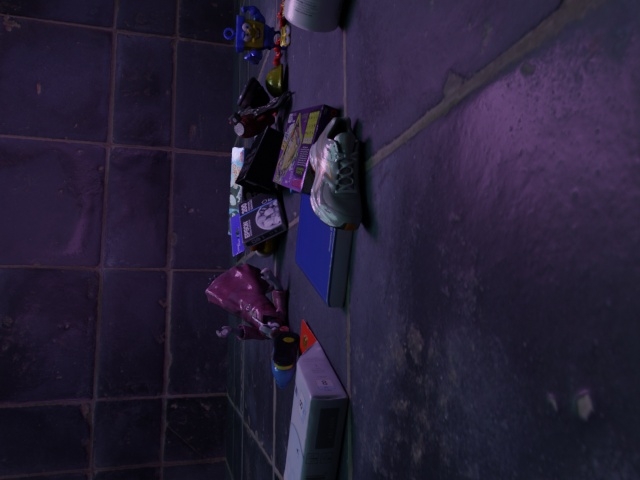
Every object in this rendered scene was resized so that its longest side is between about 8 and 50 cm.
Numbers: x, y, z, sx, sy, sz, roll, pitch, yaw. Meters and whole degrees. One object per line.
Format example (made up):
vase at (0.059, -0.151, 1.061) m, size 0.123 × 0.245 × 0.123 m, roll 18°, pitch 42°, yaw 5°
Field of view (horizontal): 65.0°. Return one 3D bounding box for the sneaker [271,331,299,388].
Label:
sneaker at (-0.097, 0.322, 1.370) m, size 0.209 × 0.069 × 0.082 m, roll -86°, pitch -1°, yaw -72°

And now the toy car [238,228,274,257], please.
toy car at (-0.227, -0.035, 1.803) m, size 0.159 × 0.136 × 0.182 m, roll 108°, pitch 158°, yaw -44°

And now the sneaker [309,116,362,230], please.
sneaker at (0.036, -0.140, 0.981) m, size 0.121 × 0.099 × 0.263 m, roll 116°, pitch 150°, yaw -46°

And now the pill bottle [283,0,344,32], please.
pill bottle at (0.002, -0.584, 1.078) m, size 0.131 × 0.131 × 0.229 m, roll -104°, pitch 22°, yaw -43°

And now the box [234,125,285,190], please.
box at (-0.193, -0.262, 1.681) m, size 0.185 × 0.103 × 0.261 m, roll -68°, pitch 16°, yaw -3°

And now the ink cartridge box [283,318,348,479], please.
ink cartridge box at (-0.048, 0.406, 1.210) m, size 0.385 × 0.091 × 0.309 m, roll -135°, pitch 49°, yaw -67°

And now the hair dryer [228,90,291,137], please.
hair dryer at (-0.191, -0.416, 1.713) m, size 0.293 × 0.223 × 0.080 m, roll -121°, pitch 10°, yaw -82°

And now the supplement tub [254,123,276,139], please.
supplement tub at (-0.211, -0.405, 1.912) m, size 0.107 × 0.070 × 0.071 m, roll 133°, pitch 137°, yaw -66°

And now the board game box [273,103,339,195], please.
board game box at (-0.047, -0.233, 1.293) m, size 0.347 × 0.056 × 0.208 m, roll -144°, pitch 73°, yaw -70°

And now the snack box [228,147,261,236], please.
snack box at (-0.265, -0.185, 1.904) m, size 0.187 × 0.060 × 0.323 m, roll -15°, pitch -68°, yaw -62°

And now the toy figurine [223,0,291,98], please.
toy figurine at (-0.229, -0.669, 1.743) m, size 0.191 × 0.217 × 0.363 m, roll -164°, pitch 77°, yaw -74°

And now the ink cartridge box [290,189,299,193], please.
ink cartridge box at (-0.068, -0.182, 1.459) m, size 0.083 × 0.028 × 0.048 m, roll 112°, pitch 155°, yaw -51°

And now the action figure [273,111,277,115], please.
action figure at (-0.181, -0.490, 1.898) m, size 0.115 × 0.030 × 0.038 m, roll -138°, pitch 57°, yaw -67°

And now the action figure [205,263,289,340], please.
action figure at (-0.213, 0.237, 1.629) m, size 0.370 × 0.248 × 0.276 m, roll 39°, pitch 165°, yaw 41°

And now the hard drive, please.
hard drive at (0.000, 0.000, 1.178) m, size 0.318 × 0.040 × 0.211 m, roll -136°, pitch 51°, yaw -69°

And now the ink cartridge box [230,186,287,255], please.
ink cartridge box at (-0.224, -0.067, 1.709) m, size 0.045 × 0.208 × 0.206 m, roll 55°, pitch -167°, yaw -42°

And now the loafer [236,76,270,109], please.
loafer at (-0.225, -0.510, 1.777) m, size 0.109 × 0.095 × 0.303 m, roll -58°, pitch 12°, yaw 15°
